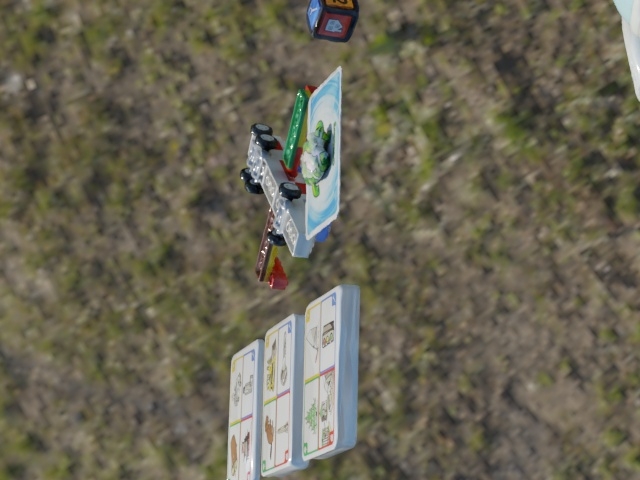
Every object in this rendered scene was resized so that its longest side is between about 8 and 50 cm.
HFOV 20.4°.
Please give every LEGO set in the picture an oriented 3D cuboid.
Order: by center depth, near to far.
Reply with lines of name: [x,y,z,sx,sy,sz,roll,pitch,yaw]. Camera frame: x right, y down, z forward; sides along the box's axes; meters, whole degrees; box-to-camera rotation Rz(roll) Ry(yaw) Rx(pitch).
LEGO set: [0.000,0.000,0.913,0.182,0.060,0.244,142,132,-66]

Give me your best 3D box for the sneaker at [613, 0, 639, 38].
sneaker: [0.139,-0.277,0.859,0.150,0.135,0.365,5,104,19]

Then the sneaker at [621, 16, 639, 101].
sneaker: [0.297,-0.165,1.273,0.126,0.240,0.091,-8,111,26]
